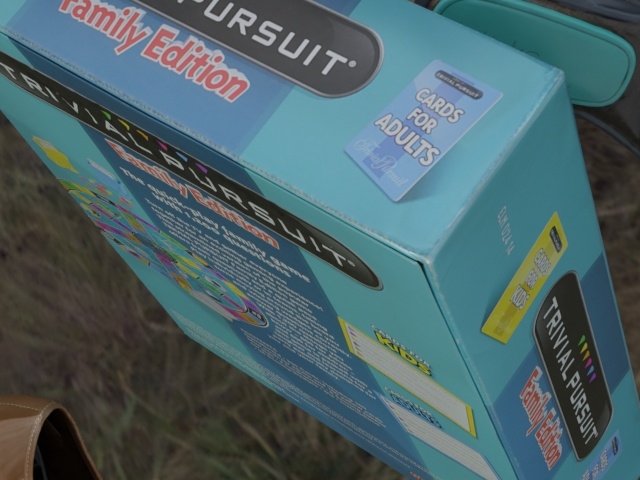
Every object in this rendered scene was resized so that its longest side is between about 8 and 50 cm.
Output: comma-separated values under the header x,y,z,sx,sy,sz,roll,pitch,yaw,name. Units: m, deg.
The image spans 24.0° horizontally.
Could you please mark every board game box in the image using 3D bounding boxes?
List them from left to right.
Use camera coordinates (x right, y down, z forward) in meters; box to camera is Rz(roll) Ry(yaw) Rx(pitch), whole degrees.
x,y,z,sx,sy,sz,roll,pitch,yaw,name
0.000,0.000,0.634,0.079,0.254,0.336,-53,151,-14,board game box

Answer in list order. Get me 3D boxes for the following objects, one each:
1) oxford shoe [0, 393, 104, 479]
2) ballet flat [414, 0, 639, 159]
x,y,z,sx,sy,sz,roll,pitch,yaw,name
-0.113,0.168,0.682,0.076,0.076,0.212,-10,107,28,oxford shoe
0.136,-0.074,0.639,0.203,0.074,0.074,21,94,-6,ballet flat
